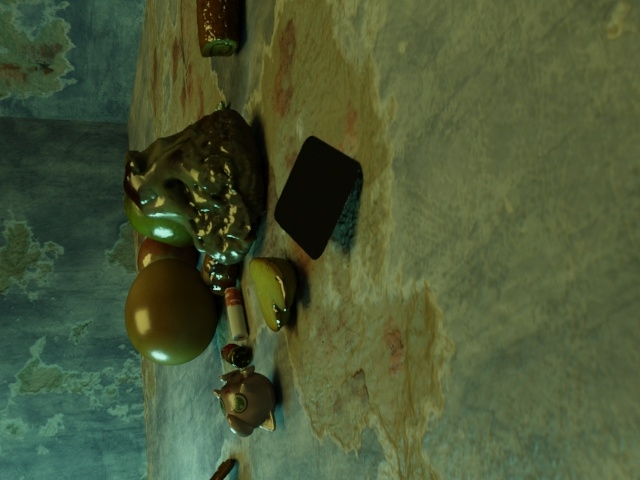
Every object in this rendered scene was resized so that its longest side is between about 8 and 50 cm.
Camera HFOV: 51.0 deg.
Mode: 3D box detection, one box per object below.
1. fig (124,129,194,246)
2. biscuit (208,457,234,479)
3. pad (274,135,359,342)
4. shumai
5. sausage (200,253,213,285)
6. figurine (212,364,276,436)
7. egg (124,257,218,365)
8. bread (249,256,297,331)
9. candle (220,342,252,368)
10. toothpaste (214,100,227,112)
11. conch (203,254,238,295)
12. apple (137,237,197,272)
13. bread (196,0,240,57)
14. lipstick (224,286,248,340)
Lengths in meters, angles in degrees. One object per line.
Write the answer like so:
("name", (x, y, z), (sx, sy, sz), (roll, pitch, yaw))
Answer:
("fig", (-0.367, -0.141, 1.748), (0.326, 0.258, 0.258), (-65, 30, 22))
("biscuit", (-0.254, 0.596, 1.701), (0.130, 0.019, 0.119), (-48, 3, 37))
("pad", (-0.023, 0.000, 1.127), (0.250, 0.055, 0.323), (-135, 49, -61))
("shumai", (-0.280, -0.121, 1.471), (0.217, 0.283, 0.346), (-154, 68, -68))
("sausage", (-0.263, 0.016, 1.728), (0.301, 0.066, 0.066), (111, 150, -46))
("figurine", (-0.149, 0.328, 1.365), (0.125, 0.125, 0.138), (-27, 76, 66))
("egg", (-0.411, 0.191, 1.850), (0.322, 0.250, 0.250), (-110, 29, -45))
("bread", (-0.077, 0.101, 1.270), (0.187, 0.065, 0.149), (6, 107, 65))
("candle", (-0.204, 0.272, 1.596), (0.130, 0.052, 0.052), (176, 93, -68))
("toothpaste", (-0.279, -0.309, 1.805), (0.204, 0.031, 0.049), (124, 141, -59))
("conch", (-0.239, 0.086, 1.659), (0.233, 0.080, 0.086), (81, -164, -50))
("apple", (-0.483, 0.059, 2.121), (0.174, 0.188, 0.188), (-120, 36, -59))
("bread", (-0.245, -0.540, 1.615), (0.132, 0.103, 0.172), (163, 105, -72))
("lipstick", (-0.202, 0.175, 1.605), (0.038, 0.038, 0.131), (117, 146, -49))
